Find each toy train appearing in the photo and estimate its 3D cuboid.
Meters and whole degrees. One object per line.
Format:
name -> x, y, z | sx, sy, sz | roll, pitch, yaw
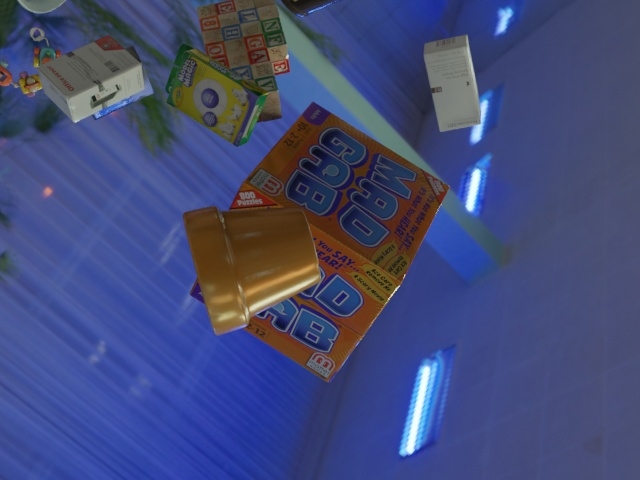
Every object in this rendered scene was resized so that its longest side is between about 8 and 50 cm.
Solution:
toy train -> -0.659, -0.388, 1.938 | 0.166, 0.125, 0.046 | -42, -148, 1

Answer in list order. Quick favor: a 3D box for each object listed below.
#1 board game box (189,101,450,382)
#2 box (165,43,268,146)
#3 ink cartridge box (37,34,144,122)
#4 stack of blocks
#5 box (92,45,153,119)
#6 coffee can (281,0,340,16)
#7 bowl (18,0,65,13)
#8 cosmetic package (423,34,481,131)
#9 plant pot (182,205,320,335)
board game box -> 0.000, 0.000, 1.854 | 0.356, 0.356, 0.356 | -60, 178, 41
box -> -0.187, -0.251, 1.485 | 0.043, 0.179, 0.105 | -37, 156, -58
ink cartridge box -> -0.367, -0.260, 1.391 | 0.135, 0.099, 0.056 | -32, 149, -26
stack of blocks -> -0.154, -0.385, 1.842 | 0.171, 0.087, 0.297 | -12, -125, -4
box -> -0.548, -0.412, 2.293 | 0.183, 0.056, 0.231 | -26, 172, -8
coffee can -> 0.052, -0.563, 1.630 | 0.275, 0.202, 0.202 | -14, -148, 27
bowl -> -0.724, -0.730, 2.158 | 0.298, 0.134, 0.298 | 22, 90, -76
cosmetic package -> 0.347, -0.408, 2.267 | 0.117, 0.231, 0.085 | -9, -148, 16
plant pot -> -0.106, 0.030, 1.406 | 0.187, 0.205, 0.205 | -15, -163, -6
